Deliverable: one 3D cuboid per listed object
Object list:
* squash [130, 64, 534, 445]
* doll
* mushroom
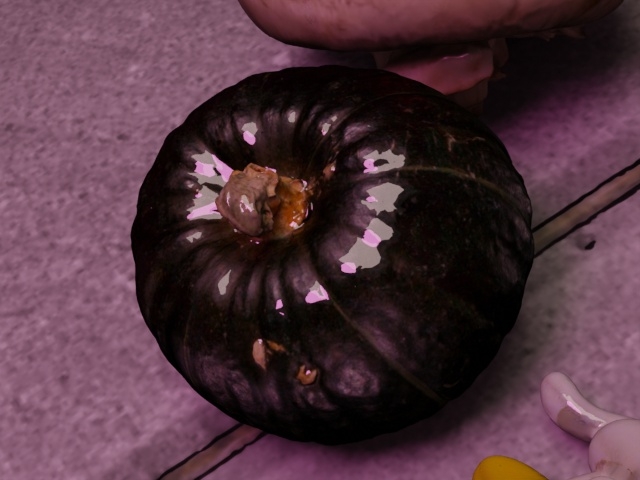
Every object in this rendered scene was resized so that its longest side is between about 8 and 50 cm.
[{"bbox_3d":[0.002,0.002,0.671,0.193,0.156,0.193,-29,34,22],"label":"squash"},{"bbox_3d":[0.121,0.108,0.608,0.113,0.071,0.135,-11,45,-2],"label":"doll"},{"bbox_3d":[0.063,-0.146,0.760,0.226,0.178,0.226,-10,16,3],"label":"mushroom"}]
